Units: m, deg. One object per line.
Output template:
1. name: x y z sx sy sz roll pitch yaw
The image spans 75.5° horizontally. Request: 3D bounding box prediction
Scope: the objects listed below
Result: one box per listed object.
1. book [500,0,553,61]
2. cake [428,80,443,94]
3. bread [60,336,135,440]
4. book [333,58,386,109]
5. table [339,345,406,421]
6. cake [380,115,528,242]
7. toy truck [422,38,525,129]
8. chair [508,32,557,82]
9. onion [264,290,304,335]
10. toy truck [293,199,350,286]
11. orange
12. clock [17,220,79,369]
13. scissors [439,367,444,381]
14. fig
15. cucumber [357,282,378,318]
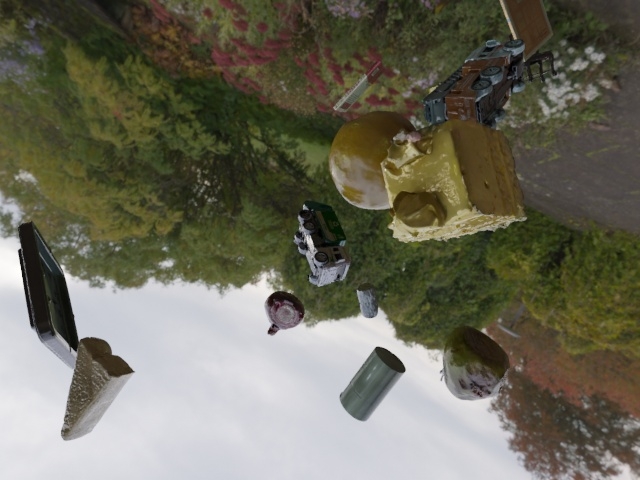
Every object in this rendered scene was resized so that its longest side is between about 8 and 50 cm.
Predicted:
1. book: 0.675 -0.741 1.357 0.242 0.170 0.018 54 164 -25
2. cake: 0.594 -0.634 1.804 0.260 0.179 0.156 24 136 68
3. bread: -0.438 0.274 0.774 0.105 0.152 0.077 35 174 18
4. book: 0.151 -0.580 1.569 0.022 0.232 0.162 49 -159 1
5. table: 0.172 0.481 1.390 0.126 0.220 0.126 31 -166 -9
6. cake: 0.266 -0.119 0.903 0.286 0.228 0.222 0 164 -40
7. toy truck: 0.424 -0.425 1.115 0.184 0.338 0.133 18 147 39
8. chair: 0.824 -0.729 1.617 0.106 0.229 0.113 -15 -176 4
9. onion: -0.160 0.304 1.724 0.173 0.198 0.135 33 -161 2
10. toy truck: 0.000 0.000 1.155 0.124 0.114 0.253 -9 -128 -19
11. orange: 0.152 -0.222 1.150 0.235 0.279 0.279 25 -179 30
12. clock: -0.604 0.133 0.922 0.273 0.049 0.279 63 154 22
13. scissors: 0.506 0.462 1.607 0.020 0.187 0.133 21 -158 2
14. fig: 0.348 0.275 0.943 0.144 0.166 0.154 -7 154 -13
15. cucumber: 0.156 0.195 1.334 0.064 0.112 0.064 -12 -159 5
